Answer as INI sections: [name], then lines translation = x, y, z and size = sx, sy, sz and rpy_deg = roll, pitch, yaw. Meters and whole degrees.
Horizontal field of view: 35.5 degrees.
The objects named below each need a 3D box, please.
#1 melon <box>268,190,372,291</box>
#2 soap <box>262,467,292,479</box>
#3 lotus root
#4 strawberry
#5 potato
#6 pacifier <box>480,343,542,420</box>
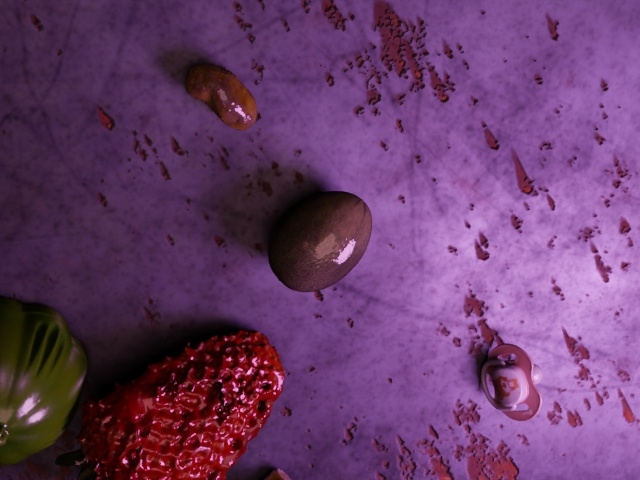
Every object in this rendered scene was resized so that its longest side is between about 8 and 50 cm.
[melon]
translation = 0.000, 0.000, 1.119
size = 0.130, 0.098, 0.098
rpy_deg = -43, 112, -1
[soap]
translation = -0.085, 0.412, 1.252
size = 0.232, 0.073, 0.140
rpy_deg = -44, 108, 5
[lotus root]
translation = -0.339, 0.171, 1.061
size = 0.186, 0.186, 0.186
rpy_deg = -4, 109, -12
[strawberry]
translation = -0.157, 0.222, 1.132
size = 0.286, 0.106, 0.188
rpy_deg = -38, 133, -3
[potato]
translation = -0.104, -0.157, 1.069
size = 0.092, 0.045, 0.046
rpy_deg = 39, 132, -19
[pacifier]
translation = 0.248, 0.175, 1.260
size = 0.078, 0.081, 0.099
rpy_deg = -15, 91, -42
